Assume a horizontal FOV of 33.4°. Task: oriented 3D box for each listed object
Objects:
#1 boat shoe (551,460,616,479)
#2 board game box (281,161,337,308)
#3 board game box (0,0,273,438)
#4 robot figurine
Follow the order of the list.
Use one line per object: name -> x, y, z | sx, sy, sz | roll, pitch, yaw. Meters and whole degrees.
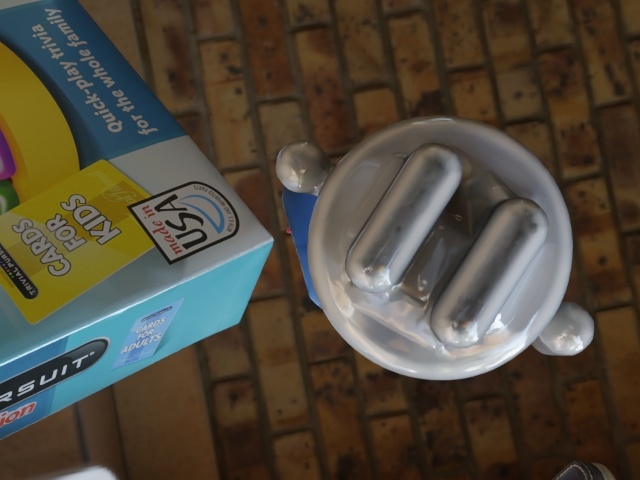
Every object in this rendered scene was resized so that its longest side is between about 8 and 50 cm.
boat shoe -> 0.208, 0.350, 1.130 | 0.285, 0.092, 0.103 | -59, -160, 14
board game box -> 0.000, 0.000, 1.099 | 0.133, 0.033, 0.169 | -17, 90, -55
board game box -> -0.229, -0.011, 0.476 | 0.254, 0.336, 0.079 | 49, -39, 20
robot figurine -> 0.093, 0.008, 0.892 | 0.300, 0.200, 0.353 | 36, 0, 1
